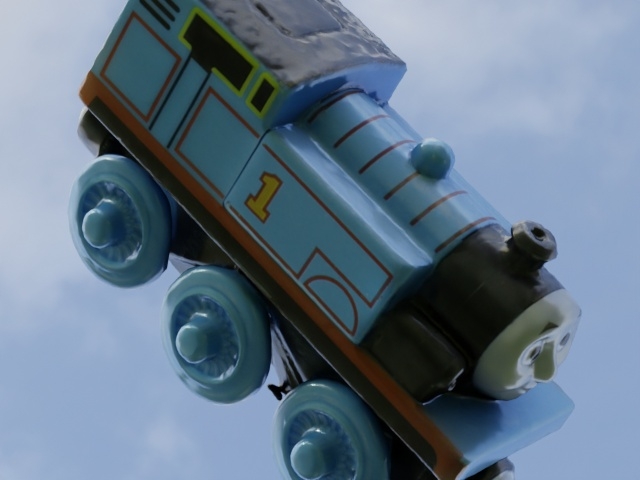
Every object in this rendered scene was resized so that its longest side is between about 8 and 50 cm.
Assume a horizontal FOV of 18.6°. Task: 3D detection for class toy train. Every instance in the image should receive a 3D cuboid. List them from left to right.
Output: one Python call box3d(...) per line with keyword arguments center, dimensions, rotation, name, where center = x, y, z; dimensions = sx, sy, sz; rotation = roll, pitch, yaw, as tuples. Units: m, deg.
box3d(center=(0.000, 0.000, 0.577), dimensions=(0.184, 0.080, 0.105), rotation=(46, -54, 21), name="toy train")
